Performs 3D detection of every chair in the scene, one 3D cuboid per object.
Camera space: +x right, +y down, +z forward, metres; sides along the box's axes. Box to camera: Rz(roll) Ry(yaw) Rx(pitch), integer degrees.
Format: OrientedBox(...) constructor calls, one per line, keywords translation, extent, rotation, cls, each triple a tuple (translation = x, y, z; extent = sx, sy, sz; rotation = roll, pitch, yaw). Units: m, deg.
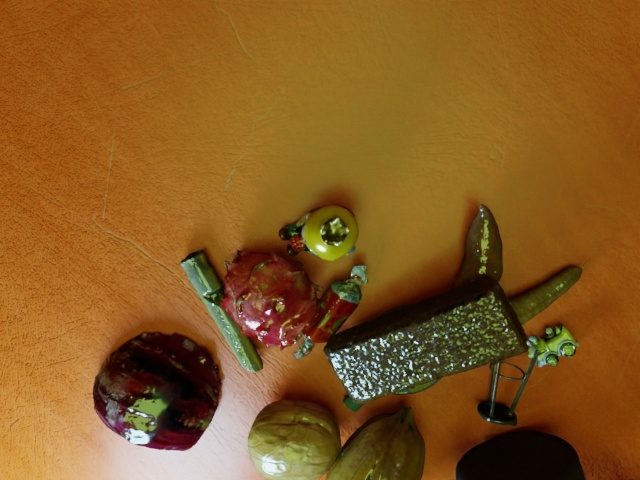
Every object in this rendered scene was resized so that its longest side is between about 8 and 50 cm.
OrientedBox(translation=(0.423, 0.340, 1.304), extent=(0.104, 0.095, 0.221), rotation=(22, 115, 43), cls="chair")

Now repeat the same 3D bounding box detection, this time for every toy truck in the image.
OrientedBox(translation=(0.533, 0.243, 1.297), extent=(0.111, 0.076, 0.076), rotation=(-34, 82, 13), cls="toy truck")

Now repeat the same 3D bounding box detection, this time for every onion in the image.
OrientedBox(translation=(-0.406, 0.366, 1.357), extent=(0.315, 0.146, 0.279), rotation=(28, 100, 2), cls="onion")

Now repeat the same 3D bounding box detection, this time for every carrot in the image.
OrientedBox(translation=(0.490, 0.133, 1.275), extent=(0.298, 0.078, 0.078), rotation=(-34, 99, 7), cls="carrot")

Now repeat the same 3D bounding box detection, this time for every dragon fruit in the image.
OrientedBox(translation=(-0.124, 0.116, 1.249), extent=(0.268, 0.210, 0.205), rotation=(44, 109, 25), cls="dragon fruit")

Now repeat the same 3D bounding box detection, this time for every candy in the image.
OrientedBox(translation=(0.023, 0.169, 1.309), extent=(0.086, 0.059, 0.292), rotation=(20, 113, -44), cls="candy")

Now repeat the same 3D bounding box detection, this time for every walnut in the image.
OrientedBox(translation=(0.138, 0.543, 1.332), extent=(0.209, 0.209, 0.336), rotation=(25, 96, -2), cls="walnut")
OrientedBox(translation=(-0.059, 0.477, 1.327), extent=(0.222, 0.195, 0.195), rotation=(4, 104, 4), cls="walnut")

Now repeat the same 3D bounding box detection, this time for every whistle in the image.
OrientedBox(translation=(-0.232, 0.176, 1.341), extent=(0.068, 0.057, 0.326), rotation=(-13, 107, 53), cls="whistle")

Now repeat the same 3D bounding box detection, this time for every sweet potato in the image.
OrientedBox(translation=(0.351, 0.089, 1.260), extent=(0.106, 0.095, 0.354), rotation=(-4, 111, -41), cls="sweet potato")

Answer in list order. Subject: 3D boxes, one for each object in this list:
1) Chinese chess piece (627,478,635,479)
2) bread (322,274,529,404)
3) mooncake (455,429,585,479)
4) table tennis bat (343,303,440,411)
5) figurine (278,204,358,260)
OrientedBox(translation=(0.650, 0.657, 1.293), extent=(0.273, 0.273, 0.102), rotation=(-37, 59, 11), cls="Chinese chess piece")
OrientedBox(translation=(0.220, 0.223, 1.221), extent=(0.417, 0.113, 0.165), rotation=(-24, 95, 23), cls="bread")
OrientedBox(translation=(0.457, 0.559, 1.269), extent=(0.283, 0.283, 0.141), rotation=(-17, 101, 8), cls="mooncake")
OrientedBox(translation=(0.181, 0.292, 1.349), extent=(0.215, 0.044, 0.329), rotation=(42, 101, -7), cls="table tennis bat")
OrientedBox(translation=(-0.008, -0.012, 1.189), extent=(0.185, 0.234, 0.127), rotation=(-14, 106, 7), cls="figurine")
